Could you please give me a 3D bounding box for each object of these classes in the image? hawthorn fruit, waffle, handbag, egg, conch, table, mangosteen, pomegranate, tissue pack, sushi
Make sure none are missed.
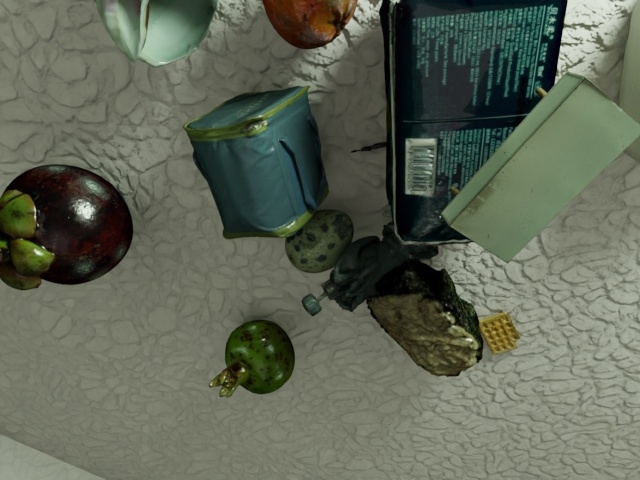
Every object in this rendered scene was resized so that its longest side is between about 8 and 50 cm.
[{"bbox_3d":[-0.023,-0.421,0.711,0.173,0.173,0.173,4,123,5],"label":"hawthorn fruit"},{"bbox_3d":[0.498,0.259,1.155,0.092,0.021,0.135,-26,115,22],"label":"waffle"},{"bbox_3d":[-0.115,-0.155,0.834,0.222,0.263,0.241,2,122,27],"label":"handbag"},{"bbox_3d":[0.000,0.000,0.987,0.181,0.141,0.141,-36,111,22],"label":"egg"},{"bbox_3d":[-0.276,-0.497,0.681,0.249,0.197,0.368,10,131,-42],"label":"conch"},{"bbox_3d":[0.293,-0.106,0.601,0.121,0.111,0.240,30,115,-18],"label":"table"},{"bbox_3d":[-0.597,-0.026,0.966,0.300,0.300,0.300,4,123,5],"label":"mangosteen"},{"bbox_3d":[-0.187,0.339,1.172,0.211,0.263,0.211,12,113,30],"label":"pomegranate"},{"bbox_3d":[0.245,-0.224,0.744,0.264,0.253,0.416,-4,122,8],"label":"tissue pack"},{"bbox_3d":[0.275,0.203,1.062,0.211,0.171,0.350,-34,111,27],"label":"sushi"}]

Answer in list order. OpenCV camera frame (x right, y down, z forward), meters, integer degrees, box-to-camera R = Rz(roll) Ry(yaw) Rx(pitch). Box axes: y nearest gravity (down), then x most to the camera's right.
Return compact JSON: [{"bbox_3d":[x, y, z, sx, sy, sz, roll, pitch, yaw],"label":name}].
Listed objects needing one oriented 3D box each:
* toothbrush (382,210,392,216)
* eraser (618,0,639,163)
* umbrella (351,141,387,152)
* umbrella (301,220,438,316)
[{"bbox_3d":[0.249,-0.063,0.988,0.204,0.017,0.022,2,103,6],"label":"toothbrush"},{"bbox_3d":[0.705,-0.295,0.704,0.331,0.150,0.331,5,122,8],"label":"eraser"},{"bbox_3d":[0.126,-0.207,0.914,0.122,0.022,0.013,-12,95,3],"label":"umbrella"},{"bbox_3d":[0.110,0.060,0.945,0.349,0.094,0.143,-34,97,-3],"label":"umbrella"}]
